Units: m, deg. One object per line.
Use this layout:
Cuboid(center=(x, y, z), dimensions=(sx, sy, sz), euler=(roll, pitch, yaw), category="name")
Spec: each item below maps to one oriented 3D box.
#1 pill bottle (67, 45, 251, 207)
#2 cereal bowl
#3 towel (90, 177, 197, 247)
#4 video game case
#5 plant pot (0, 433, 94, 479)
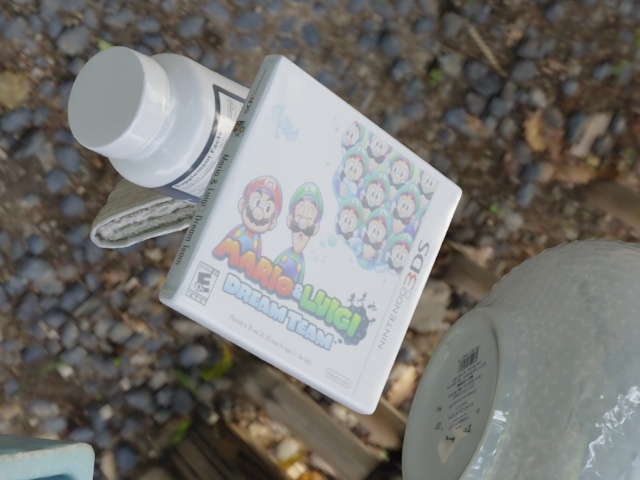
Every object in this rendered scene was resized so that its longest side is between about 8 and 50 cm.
Cuboid(center=(-0.107, -0.086, 1.226), dimensions=(0.180, 0.108, 0.108), euler=(21, 100, -50), category="pill bottle")
Cuboid(center=(0.158, 0.149, 1.180), dimensions=(0.141, 0.339, 0.339), euler=(19, 102, -15), category="cereal bowl")
Cuboid(center=(-0.112, -0.071, 1.754), dimensions=(0.282, 0.187, 0.049), euler=(-18, 106, 10), category="towel")
Cuboid(center=(0.000, 0.000, 0.843), dimensions=(0.157, 0.019, 0.143), euler=(33, 74, -37), category="video game case")
Cuboid(center=(-0.258, 0.171, 0.521), dimensions=(0.247, 0.252, 0.248), euler=(15, 84, -74), category="plant pot")
